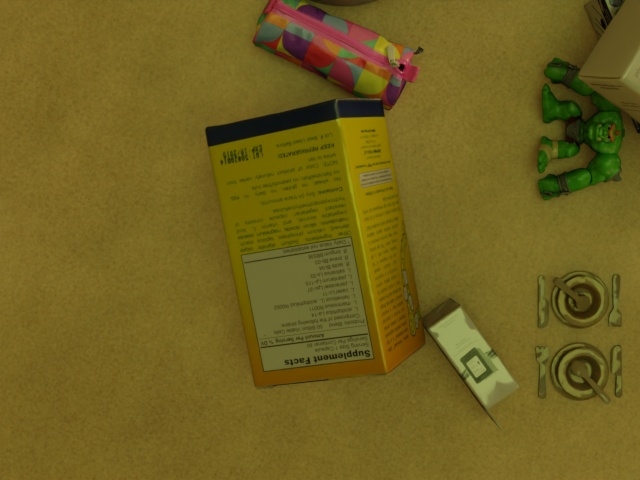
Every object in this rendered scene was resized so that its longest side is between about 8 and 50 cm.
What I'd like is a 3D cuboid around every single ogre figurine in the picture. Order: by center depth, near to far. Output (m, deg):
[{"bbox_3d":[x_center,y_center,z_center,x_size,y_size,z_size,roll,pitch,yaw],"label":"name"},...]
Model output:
[{"bbox_3d":[0.375,-0.159,1.473,0.118,0.097,0.197,3,78,17],"label":"ogre figurine"}]

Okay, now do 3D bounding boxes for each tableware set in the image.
[{"bbox_3d":[0.385,0.143,1.512,0.128,0.039,0.194,-1,93,-1],"label":"tableware set"}]

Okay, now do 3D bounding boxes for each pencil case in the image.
[{"bbox_3d":[0.024,-0.273,1.455,0.236,0.104,0.104,24,93,-1],"label":"pencil case"}]

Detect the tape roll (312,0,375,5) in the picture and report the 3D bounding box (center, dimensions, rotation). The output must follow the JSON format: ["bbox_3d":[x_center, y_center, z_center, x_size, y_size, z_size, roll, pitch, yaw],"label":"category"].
[{"bbox_3d":[0.033,-0.478,1.443,0.286,0.100,0.286,0,94,-1],"label":"tape roll"}]

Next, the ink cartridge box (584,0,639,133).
[{"bbox_3d":[0.446,-0.256,1.461,0.046,0.097,0.207,-24,93,1],"label":"ink cartridge box"}]

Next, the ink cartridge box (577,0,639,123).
[{"bbox_3d":[0.523,-0.224,1.350,0.289,0.121,0.211,30,91,-18],"label":"ink cartridge box"}]

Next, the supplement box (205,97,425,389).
[{"bbox_3d":[0.000,0.000,1.396,0.194,0.195,0.356,-9,94,22],"label":"supplement box"}]

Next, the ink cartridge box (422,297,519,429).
[{"bbox_3d":[0.223,0.176,1.480,0.060,0.104,0.180,-36,94,0],"label":"ink cartridge box"}]
